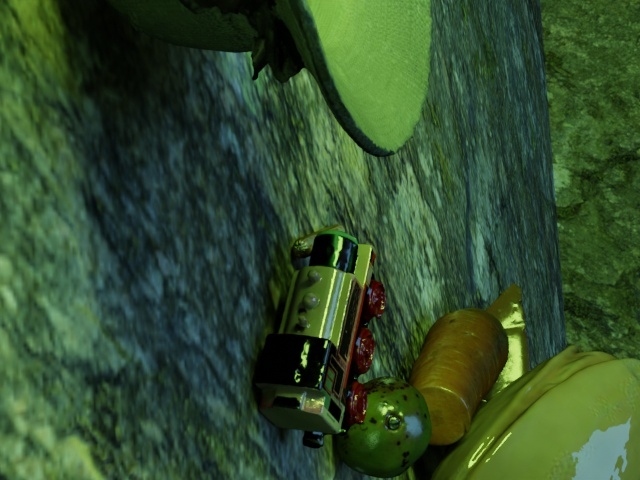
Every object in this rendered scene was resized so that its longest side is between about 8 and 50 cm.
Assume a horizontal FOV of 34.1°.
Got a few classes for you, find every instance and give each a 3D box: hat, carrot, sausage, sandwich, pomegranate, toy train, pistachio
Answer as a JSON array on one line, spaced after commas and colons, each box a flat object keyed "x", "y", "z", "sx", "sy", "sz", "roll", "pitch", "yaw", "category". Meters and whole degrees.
[{"x": -0.041, "y": -0.158, "z": 0.460, "sx": 0.257, "sy": 0.130, "sz": 0.257, "roll": -6, "pitch": 90, "yaw": -71, "category": "hat"}, {"x": 0.130, "y": 0.119, "z": 0.993, "sx": 0.193, "sy": 0.087, "sz": 0.087, "roll": -34, "pitch": 117, "yaw": -66, "category": "carrot"}, {"x": 0.000, "y": 0.000, "z": 0.729, "sx": 0.100, "sy": 0.015, "sz": 0.015, "roll": -24, "pitch": 108, "yaw": -71, "category": "sausage"}, {"x": 0.185, "y": 0.181, "z": 1.129, "sx": 0.094, "sy": 0.096, "sz": 0.258, "roll": 63, "pitch": 27, "yaw": -61, "category": "sandwich"}, {"x": 0.045, "y": 0.131, "z": 0.753, "sx": 0.084, "sy": 0.073, "sz": 0.073, "roll": -96, "pitch": 176, "yaw": -74, "category": "pomegranate"}, {"x": 0.003, "y": 0.056, "z": 0.654, "sx": 0.087, "sy": 0.050, "sz": 0.138, "roll": 58, "pitch": 40, "yaw": -55, "category": "toy train"}, {"x": 0.206, "y": 0.209, "z": 0.963, "sx": 0.293, "sy": 0.162, "sz": 0.182, "roll": -32, "pitch": 123, "yaw": -28, "category": "pistachio"}]
